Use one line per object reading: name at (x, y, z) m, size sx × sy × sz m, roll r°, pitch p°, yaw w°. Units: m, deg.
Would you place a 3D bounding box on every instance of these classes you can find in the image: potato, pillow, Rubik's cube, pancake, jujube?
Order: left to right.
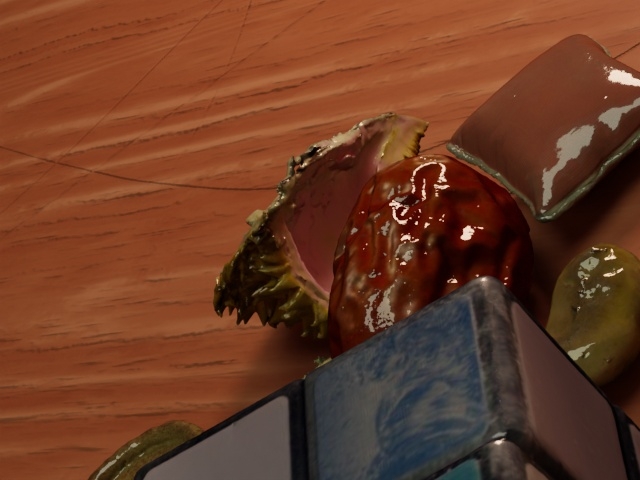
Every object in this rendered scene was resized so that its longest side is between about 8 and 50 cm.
pancake at (-0.172, 0.255, 1.813) m, size 0.199 × 0.021 × 0.199 m, roll -29°, pitch 37°, yaw 24°
jujube at (0.093, 0.041, 1.601) m, size 0.174 × 0.174 × 0.250 m, roll -23°, pitch 32°, yaw 32°
Rubik's cube at (0.082, 0.269, 1.223) m, size 0.318 × 0.316 × 0.313 m, roll -31°, pitch 35°, yaw 21°
pillow at (0.219, -0.100, 1.703) m, size 0.171 × 0.075 × 0.179 m, roll -41°, pitch 34°, yaw -3°
potato at (0.219, 0.067, 1.521) m, size 0.091 × 0.070 × 0.138 m, roll -6°, pitch 51°, yaw 44°

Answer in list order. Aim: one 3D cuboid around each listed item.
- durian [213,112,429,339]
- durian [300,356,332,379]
durian at (-0.011, 0.009, 1.781) m, size 0.195 × 0.185 × 0.305 m, roll -31°, pitch 12°, yaw 34°
durian at (-0.001, 0.159, 1.667) m, size 0.146 × 0.102 × 0.208 m, roll -38°, pitch 3°, yaw 45°
